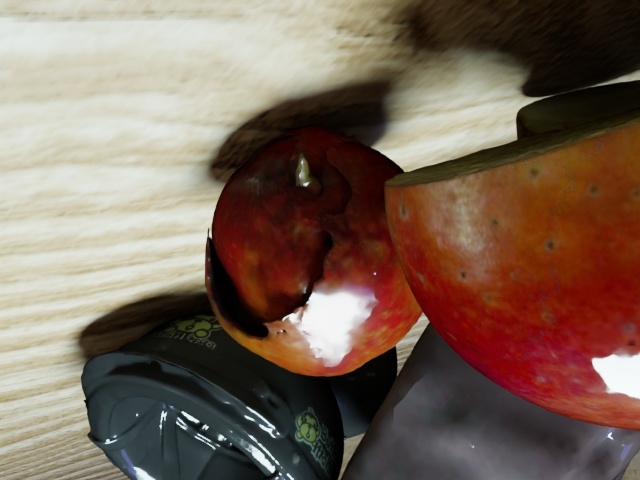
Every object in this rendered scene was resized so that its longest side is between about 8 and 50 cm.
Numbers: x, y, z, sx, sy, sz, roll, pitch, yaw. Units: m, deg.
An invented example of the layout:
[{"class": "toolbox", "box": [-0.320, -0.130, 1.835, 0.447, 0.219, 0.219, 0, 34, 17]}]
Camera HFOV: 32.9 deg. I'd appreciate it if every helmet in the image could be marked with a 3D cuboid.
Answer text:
[{"class": "helmet", "box": [-0.083, 0.152, 0.993, 0.231, 0.278, 0.160, 7, -136, 31]}]

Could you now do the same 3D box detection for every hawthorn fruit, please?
[{"class": "hawthorn fruit", "box": [0.000, 0.000, 0.650, 0.148, 0.148, 0.172, -17, 154, -9]}]

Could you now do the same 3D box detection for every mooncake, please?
[{"class": "mooncake", "box": [0.155, 0.157, 0.929, 0.350, 0.212, 0.381, -50, 166, -21]}]

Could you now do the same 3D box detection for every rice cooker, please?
[{"class": "rice cooker", "box": [0.000, 0.142, 1.144, 0.118, 0.142, 0.203, 4, 150, -30]}]

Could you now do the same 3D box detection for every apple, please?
[{"class": "apple", "box": [0.235, -0.046, 0.576, 0.365, 0.328, 0.295, -15, 136, 29]}]
